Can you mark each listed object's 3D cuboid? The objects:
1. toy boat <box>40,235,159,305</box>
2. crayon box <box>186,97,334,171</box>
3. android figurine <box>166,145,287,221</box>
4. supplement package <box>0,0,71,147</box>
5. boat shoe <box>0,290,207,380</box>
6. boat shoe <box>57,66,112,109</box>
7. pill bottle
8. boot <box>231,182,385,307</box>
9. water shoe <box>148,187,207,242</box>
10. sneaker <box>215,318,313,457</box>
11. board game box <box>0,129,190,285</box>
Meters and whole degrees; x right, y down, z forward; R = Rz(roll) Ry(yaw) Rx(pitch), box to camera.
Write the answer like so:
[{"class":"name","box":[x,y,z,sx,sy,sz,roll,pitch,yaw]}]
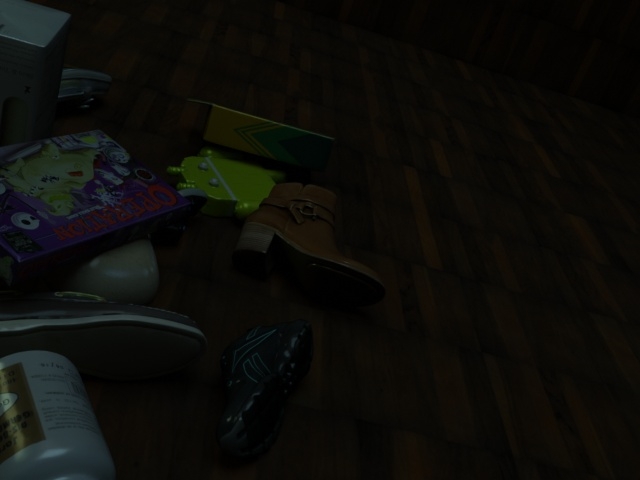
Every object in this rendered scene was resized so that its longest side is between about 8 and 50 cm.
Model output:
[{"class":"toy boat","box":[-0.404,0.014,1.150,0.318,0.148,0.267,8,35,-37]},{"class":"crayon box","box":[-0.145,-0.233,1.719,0.318,0.081,0.202,15,8,-11]},{"class":"android figurine","box":[-0.173,-0.111,1.583,0.272,0.056,0.248,3,33,-32]},{"class":"supplement package","box":[-0.575,-0.275,1.382,0.199,0.263,0.198,14,30,-12]},{"class":"boat shoe","box":[-0.313,0.118,1.036,0.324,0.117,0.097,1,37,-22]},{"class":"boat shoe","box":[-0.568,-0.310,1.642,0.118,0.103,0.320,12,17,25]},{"class":"pill bottle","box":[-0.289,0.236,0.826,0.131,0.131,0.229,-1,35,-34]},{"class":"boot","box":[0.000,0.000,1.422,0.283,0.109,0.220,12,41,12]},{"class":"water shoe","box":[-0.267,-0.031,1.386,0.203,0.073,0.080,-25,74,-48]},{"class":"sneaker","box":[-0.093,0.199,1.084,0.106,0.101,0.267,4,25,17]},{"class":"board game box","box":[-0.364,-0.062,1.107,0.208,0.056,0.347,41,28,11]}]
